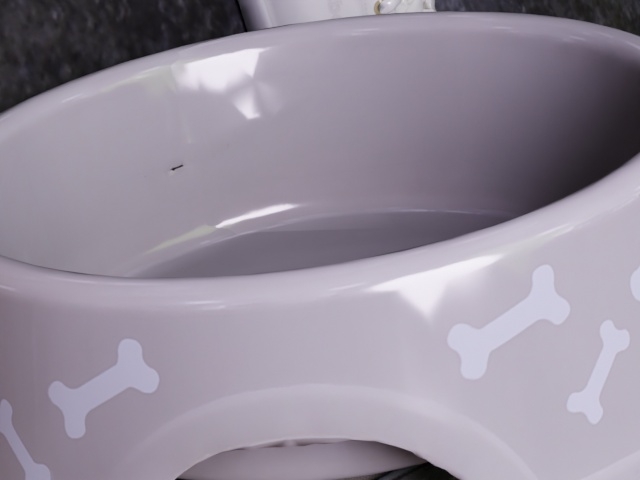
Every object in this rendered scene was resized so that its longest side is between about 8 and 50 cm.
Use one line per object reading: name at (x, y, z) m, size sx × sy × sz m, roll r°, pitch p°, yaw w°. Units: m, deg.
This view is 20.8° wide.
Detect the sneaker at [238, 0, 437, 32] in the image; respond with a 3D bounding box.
sneaker at (0.024, -0.143, 0.942) m, size 0.106 × 0.123 × 0.290 m, roll -36°, pitch 99°, yaw -48°

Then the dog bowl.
dog bowl at (0.000, 0.000, 0.687) m, size 0.348 × 0.348 × 0.102 m, roll -33°, pitch 122°, yaw -46°

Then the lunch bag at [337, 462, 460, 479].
lunch bag at (0.061, 0.208, 0.708) m, size 0.305 × 0.212 × 0.256 m, roll -19°, pitch 82°, yaw -24°
